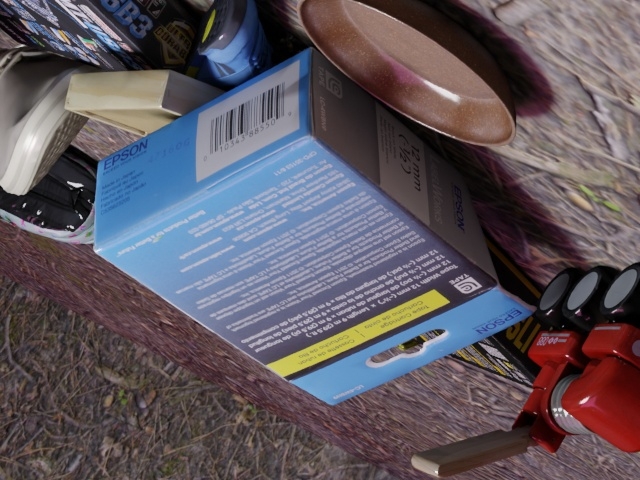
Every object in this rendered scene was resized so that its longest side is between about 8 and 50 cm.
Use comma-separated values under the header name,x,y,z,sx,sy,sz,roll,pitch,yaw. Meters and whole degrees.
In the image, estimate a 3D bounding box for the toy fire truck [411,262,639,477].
name,x,y,z,sx,sy,sz,roll,pitch,yaw
toy fire truck,0.224,0.145,1.728,0.158,0.246,0.217,35,168,-14

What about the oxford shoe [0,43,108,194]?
name,x,y,z,sx,sy,sz,roll,pitch,yaw
oxford shoe,-0.321,-0.150,2.076,0.130,0.169,0.449,42,179,-11

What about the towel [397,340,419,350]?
name,x,y,z,sx,sy,sz,roll,pitch,yaw
towel,0.054,0.085,2.328,0.102,0.021,0.237,-10,-159,-42

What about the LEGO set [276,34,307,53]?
name,x,y,z,sx,sy,sz,roll,pitch,yaw
LEGO set,-0.002,-0.153,1.676,0.083,0.023,0.054,53,158,-24

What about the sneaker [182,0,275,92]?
name,x,y,z,sx,sy,sz,roll,pitch,yaw
sneaker,-0.067,-0.172,1.667,0.082,0.069,0.209,21,169,-8

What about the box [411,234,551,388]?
name,x,y,z,sx,sy,sz,roll,pitch,yaw
box,0.103,0.031,1.994,0.257,0.079,0.322,22,164,48

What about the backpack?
name,x,y,z,sx,sy,sz,roll,pitch,yaw
backpack,-0.377,-0.070,2.699,0.182,0.152,0.115,24,-179,24

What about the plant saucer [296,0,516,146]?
name,x,y,z,sx,sy,sz,roll,pitch,yaw
plant saucer,0.074,-0.144,1.474,0.199,0.036,0.198,32,168,8

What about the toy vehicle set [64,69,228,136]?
name,x,y,z,sx,sy,sz,roll,pitch,yaw
toy vehicle set,-0.090,-0.104,1.803,0.267,0.035,0.166,19,171,-39

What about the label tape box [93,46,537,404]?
name,x,y,z,sx,sy,sz,roll,pitch,yaw
label tape box,0.000,0.000,1.735,0.249,0.115,0.348,-26,139,28

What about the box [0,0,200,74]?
name,x,y,z,sx,sy,sz,roll,pitch,yaw
box,-0.281,-0.267,1.796,0.293,0.073,0.295,18,162,45
